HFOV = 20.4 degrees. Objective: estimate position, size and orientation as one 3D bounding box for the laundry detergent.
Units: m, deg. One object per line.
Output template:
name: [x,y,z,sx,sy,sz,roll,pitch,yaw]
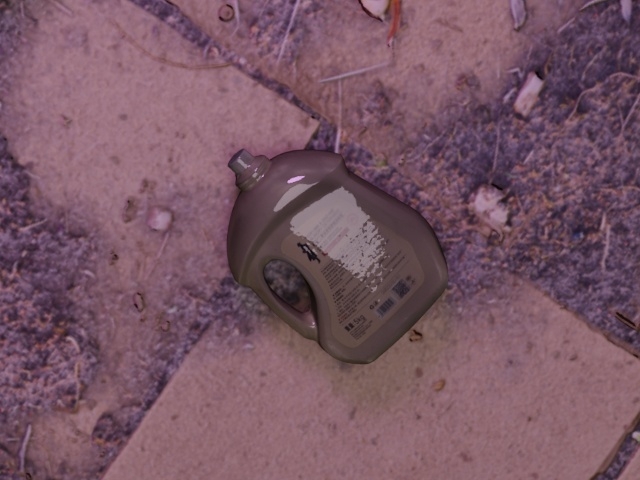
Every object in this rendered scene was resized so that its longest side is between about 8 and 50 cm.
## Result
laundry detergent: [0.000,0.000,1.840,0.253,0.091,0.181,42,98,-17]
